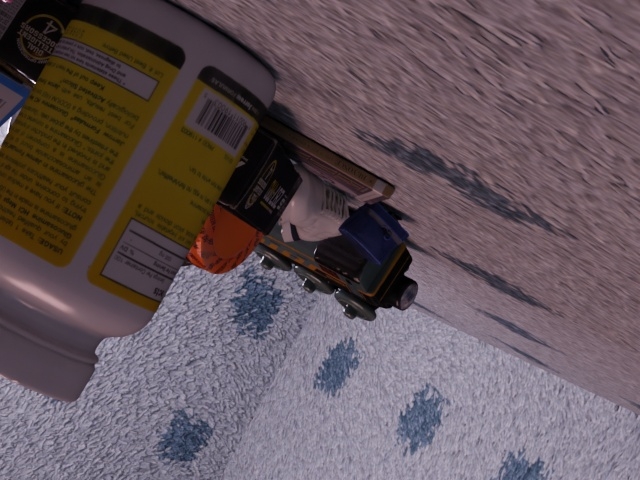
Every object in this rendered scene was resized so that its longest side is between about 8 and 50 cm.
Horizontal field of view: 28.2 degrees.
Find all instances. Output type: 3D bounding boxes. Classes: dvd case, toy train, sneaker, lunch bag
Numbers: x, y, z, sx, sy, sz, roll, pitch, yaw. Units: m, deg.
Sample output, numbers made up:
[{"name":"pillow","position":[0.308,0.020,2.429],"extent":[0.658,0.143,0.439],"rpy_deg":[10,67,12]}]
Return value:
[{"name":"dvd case","position":[-0.024,-0.103,1.473],"extent":[0.221,0.018,0.164],"rpy_deg":[29,177,-5]},{"name":"toy train","position":[0.000,0.000,1.987],"extent":[0.334,0.142,0.190],"rpy_deg":[29,165,28]},{"name":"sneaker","position":[-0.008,-0.052,1.730],"extent":[0.095,0.090,0.235],"rpy_deg":[6,171,5]},{"name":"lunch bag","position":[0.072,-0.014,1.645],"extent":[0.067,0.065,0.098],"rpy_deg":[45,175,-10]}]

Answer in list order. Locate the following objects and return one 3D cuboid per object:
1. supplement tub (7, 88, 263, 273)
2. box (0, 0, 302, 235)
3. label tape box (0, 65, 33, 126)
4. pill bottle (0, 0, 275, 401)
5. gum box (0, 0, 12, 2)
[{"name":"supplement tub","position":[-0.237,-0.097,1.714],"extent":[0.338,0.207,0.207],"rpy_deg":[27,176,24]},{"name":"box","position":[-0.215,-0.157,1.428],"extent":[0.395,0.097,0.318],"rpy_deg":[33,179,5]},{"name":"label tape box","position":[-0.537,-0.307,1.635],"extent":[0.333,0.106,0.240],"rpy_deg":[55,-167,33]},{"name":"pill bottle","position":[-0.194,-0.039,1.110],"extent":[0.188,0.334,0.188],"rpy_deg":[29,177,2]},{"name":"gum box","position":[-0.327,-0.269,1.065],"extent":[0.188,0.062,0.107],"rpy_deg":[31,176,-28]}]
